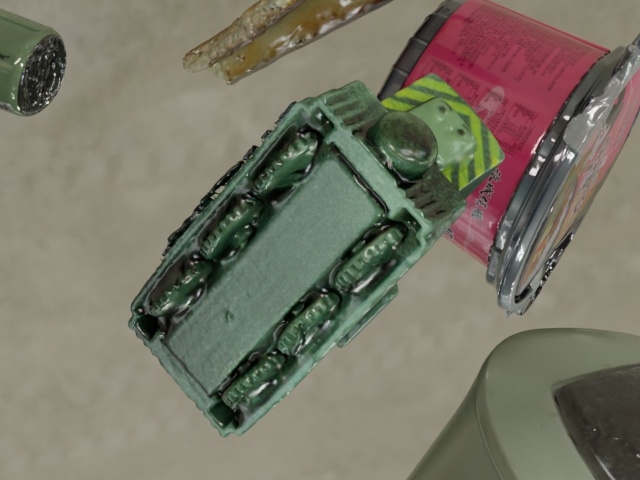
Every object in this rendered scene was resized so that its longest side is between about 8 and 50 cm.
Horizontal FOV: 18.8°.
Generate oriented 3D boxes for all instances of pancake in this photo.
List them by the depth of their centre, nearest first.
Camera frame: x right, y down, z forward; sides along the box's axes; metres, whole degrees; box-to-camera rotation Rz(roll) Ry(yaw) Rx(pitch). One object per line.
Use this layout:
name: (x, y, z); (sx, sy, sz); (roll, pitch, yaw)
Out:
pancake: (-0.020, -0.179, 1.567); (0.266, 0.057, 0.244); (-29, -175, 21)

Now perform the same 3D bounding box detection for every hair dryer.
hair dryer: (-0.182, -0.042, 0.916); (0.150, 0.071, 0.047); (-66, 161, -7)

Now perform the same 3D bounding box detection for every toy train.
toy train: (0.000, 0.000, 1.384); (0.178, 0.138, 0.330); (-33, 170, -45)

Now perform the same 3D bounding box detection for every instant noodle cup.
instant noodle cup: (0.148, -0.093, 1.641); (0.258, 0.181, 0.302); (-38, 155, -58)

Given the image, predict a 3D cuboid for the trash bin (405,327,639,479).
trash bin: (0.122, 0.256, 1.108); (0.280, 0.280, 0.432); (8, 127, -46)
